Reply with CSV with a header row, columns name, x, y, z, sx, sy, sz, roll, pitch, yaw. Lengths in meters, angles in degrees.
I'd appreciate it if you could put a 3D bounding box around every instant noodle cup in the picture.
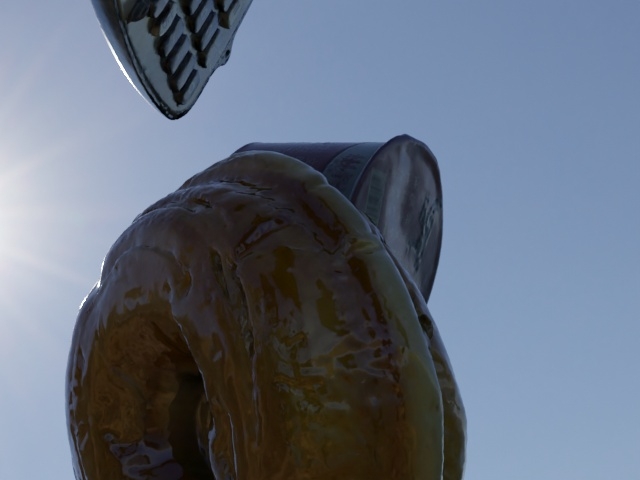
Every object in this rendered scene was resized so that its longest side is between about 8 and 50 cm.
name,x,y,z,sx,sy,sz,roll,pitch,yaw
instant noodle cup,0.000,0.000,1.315,0.178,0.235,0.235,10,-14,29

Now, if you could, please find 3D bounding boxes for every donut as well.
name,x,y,z,sx,sy,sz,roll,pitch,yaw
donut,-0.061,0.148,1.095,0.198,0.449,0.449,1,-33,-38

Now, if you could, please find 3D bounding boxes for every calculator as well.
name,x,y,z,sx,sy,sz,roll,pitch,yaw
calculator,-0.084,-0.186,0.828,0.040,0.177,0.268,21,-21,18
